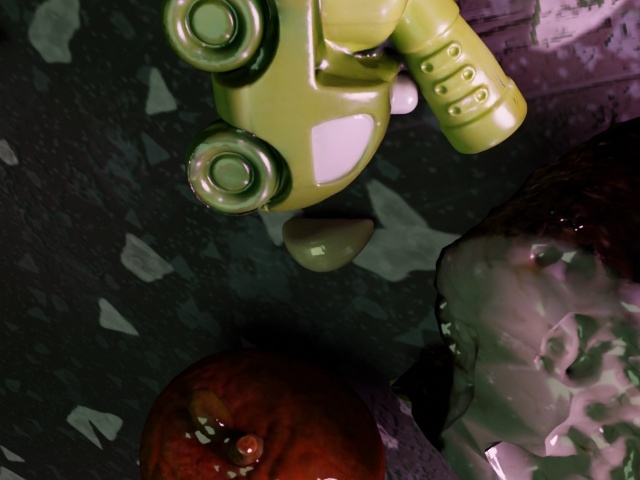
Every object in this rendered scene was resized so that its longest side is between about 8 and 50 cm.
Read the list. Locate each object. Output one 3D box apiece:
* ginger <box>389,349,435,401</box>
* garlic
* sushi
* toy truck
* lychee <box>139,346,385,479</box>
[{"bbox_3d":[0.133,0.126,0.701,0.137,0.044,0.057,-3,98,26],"label":"ginger"},{"bbox_3d":[0.000,0.000,0.653,0.083,0.053,0.041,7,147,32],"label":"garlic"},{"bbox_3d":[0.190,0.094,0.522,0.234,0.207,0.348,11,130,40],"label":"sushi"},{"bbox_3d":[0.007,-0.122,0.475,0.211,0.148,0.187,-14,120,15],"label":"toy truck"},{"bbox_3d":[-0.061,0.227,0.765,0.255,0.255,0.300,11,166,23],"label":"lychee"}]
